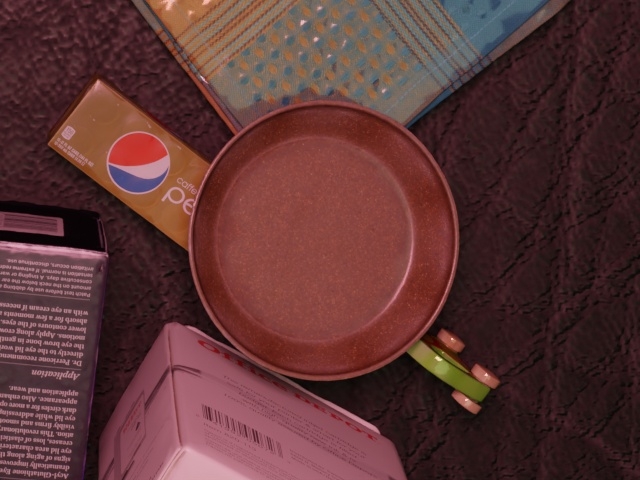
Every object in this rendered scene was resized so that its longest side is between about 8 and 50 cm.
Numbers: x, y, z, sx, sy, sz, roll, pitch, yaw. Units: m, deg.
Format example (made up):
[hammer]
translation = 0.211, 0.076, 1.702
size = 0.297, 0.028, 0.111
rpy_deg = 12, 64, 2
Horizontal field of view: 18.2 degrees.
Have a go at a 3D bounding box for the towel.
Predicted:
[towel]
translation = -0.021, -0.243, 1.432
size = 0.271, 0.040, 0.370
rpy_deg = -38, 101, 0

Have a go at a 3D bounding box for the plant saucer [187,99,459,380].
[plant saucer]
translation = 0.000, 0.000, 1.424
size = 0.199, 0.036, 0.198
rpy_deg = 0, 91, -15

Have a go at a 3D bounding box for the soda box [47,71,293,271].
[soda box]
translation = -0.109, -0.042, 1.447
size = 0.181, 0.058, 0.061
rpy_deg = 38, 93, -13

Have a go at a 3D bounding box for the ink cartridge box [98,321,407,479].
[ink cartridge box]
translation = -0.041, 0.186, 1.388
size = 0.207, 0.283, 0.117
rpy_deg = 30, 99, -12

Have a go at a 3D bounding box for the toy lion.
[toy lion]
translation = 0.075, 0.078, 1.478
size = 0.096, 0.100, 0.034
rpy_deg = 33, 97, -31

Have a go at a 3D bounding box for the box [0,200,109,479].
[box]
translation = -0.215, 0.088, 1.411
size = 0.108, 0.153, 0.207
rpy_deg = 6, 101, -9
